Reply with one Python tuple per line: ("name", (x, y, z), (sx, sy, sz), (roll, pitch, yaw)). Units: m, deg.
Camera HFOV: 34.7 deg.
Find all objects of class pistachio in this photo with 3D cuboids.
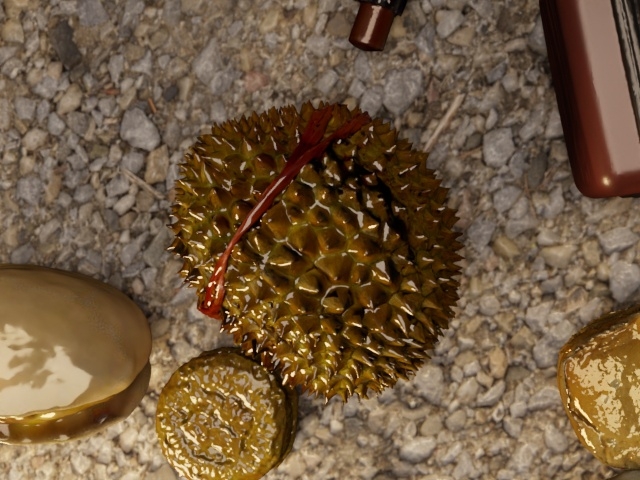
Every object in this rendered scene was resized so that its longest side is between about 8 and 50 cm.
("pistachio", (-0.379, 0.142, 1.325), (0.321, 0.229, 0.238), (11, 60, -1))

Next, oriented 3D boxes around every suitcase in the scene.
("suitcase", (0.363, -0.198, 1.205), (0.161, 0.236, 0.297), (-11, 91, 7))

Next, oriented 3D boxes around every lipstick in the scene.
("lipstick", (0.106, -0.386, 1.312), (0.081, 0.081, 0.300), (18, 93, 7))

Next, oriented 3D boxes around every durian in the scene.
("durian", (-0.003, 0.004, 1.231), (0.384, 0.347, 0.347), (36, 97, -27))

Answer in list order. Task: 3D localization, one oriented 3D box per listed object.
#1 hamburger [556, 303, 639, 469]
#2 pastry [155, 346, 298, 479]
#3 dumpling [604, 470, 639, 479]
("hamburger", (0.403, 0.182, 1.275), (0.214, 0.108, 0.214), (0, 90, 7))
("pastry", (-0.120, 0.230, 1.344), (0.188, 0.103, 0.189), (1, 96, 10))
("dumpling", (0.398, 0.346, 1.255), (0.216, 0.166, 0.126), (39, 70, 7))
